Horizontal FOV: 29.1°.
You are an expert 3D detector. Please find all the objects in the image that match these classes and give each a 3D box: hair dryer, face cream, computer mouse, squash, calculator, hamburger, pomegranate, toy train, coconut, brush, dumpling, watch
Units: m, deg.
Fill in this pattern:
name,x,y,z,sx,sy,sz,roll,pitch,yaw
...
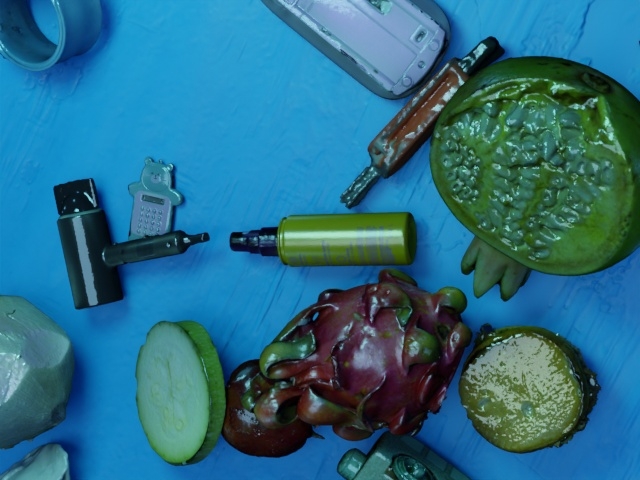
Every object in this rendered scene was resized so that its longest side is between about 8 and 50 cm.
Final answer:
name,x,y,z,sx,sy,sz,roll,pitch,yaw
hair dryer,-0.282,-0.010,1.868,0.248,0.078,0.196,-10,94,21
face cream,0.000,0.000,1.799,0.273,0.078,0.078,-1,96,16
computer mouse,0.041,-0.333,1.749,0.310,0.072,0.158,39,104,7
squash,-0.209,0.229,1.845,0.219,0.041,0.219,3,94,52
calculator,-0.255,-0.056,1.893,0.094,0.019,0.141,12,100,16
hamburger,0.295,0.203,1.723,0.191,0.118,0.182,-5,99,19
pomegranate,0.301,-0.086,1.651,0.309,0.216,0.359,29,133,10
toy train,0.169,0.397,1.762,0.326,0.159,0.129,36,107,5
coconut,-0.487,0.207,1.885,0.230,0.227,0.227,37,105,15
brush,0.134,-0.167,1.747,0.051,0.070,0.323,45,107,10
dumpling,-0.470,0.409,1.970,0.229,0.124,0.151,-54,46,9
watch,-0.426,-0.357,1.837,0.211,0.211,0.193,-1,114,16

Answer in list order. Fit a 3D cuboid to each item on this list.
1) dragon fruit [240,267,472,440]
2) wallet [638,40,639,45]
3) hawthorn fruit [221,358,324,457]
name,x,y,z,sx,sy,sz,roll,pitch,yaw
dragon fruit,0.061,0.169,1.707,0.243,0.227,0.307,31,61,20
wallet,0.508,-0.191,1.660,0.110,0.031,0.198,-17,92,16
hawthorn fruit,-0.071,0.254,1.821,0.172,0.148,0.148,20,102,-4
